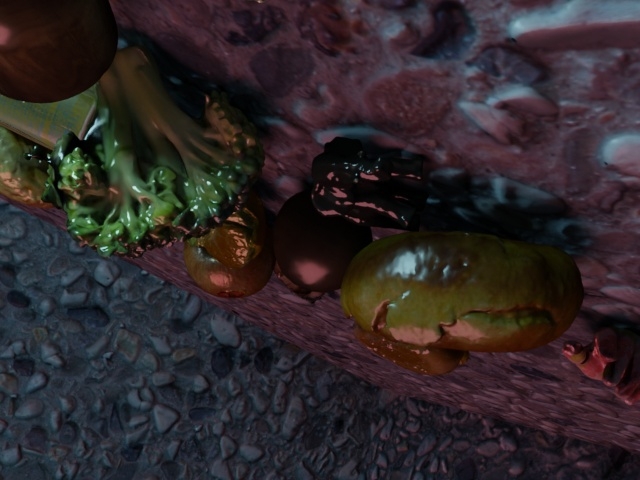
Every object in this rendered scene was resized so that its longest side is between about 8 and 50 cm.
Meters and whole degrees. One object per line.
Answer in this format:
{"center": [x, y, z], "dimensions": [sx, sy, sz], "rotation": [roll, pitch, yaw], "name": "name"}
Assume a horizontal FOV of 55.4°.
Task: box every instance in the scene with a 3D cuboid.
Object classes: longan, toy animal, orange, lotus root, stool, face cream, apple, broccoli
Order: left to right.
{"center": [-0.320, -0.278, 0.614], "dimensions": [0.179, 0.179, 0.264], "rotation": [24, 164, 0], "name": "stool"}
{"center": [-0.529, -0.261, 1.050], "dimensions": [0.285, 0.139, 0.067], "rotation": [26, -163, -9], "name": "face cream"}
{"center": [-0.253, -0.131, 0.878], "dimensions": [0.348, 0.293, 0.281], "rotation": [-2, 114, 34], "name": "broccoli"}
{"center": [-0.208, -0.061, 1.176], "dimensions": [0.237, 0.158, 0.179], "rotation": [27, 151, -14], "name": "orange"}
{"center": [-0.197, 0.027, 1.356], "dimensions": [0.211, 0.211, 0.188], "rotation": [18, 161, 20], "name": "apple"}
{"center": [-0.042, 0.075, 1.543], "dimensions": [0.167, 0.078, 0.329], "rotation": [49, 163, -3], "name": "lotus root"}
{"center": [0.000, 0.000, 1.057], "dimensions": [0.189, 0.189, 0.189], "rotation": [22, 164, 7], "name": "longan"}
{"center": [0.069, -0.066, 0.859], "dimensions": [0.146, 0.114, 0.245], "rotation": [15, 160, 15], "name": "toy animal"}

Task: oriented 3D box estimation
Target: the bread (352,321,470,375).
{"center": [0.204, 0.168, 1.274], "dimensions": [0.246, 0.195, 0.176], "rotation": [8, 151, 46], "name": "bread"}

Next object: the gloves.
{"center": [0.535, 0.213, 1.104], "dimensions": [0.145, 0.126, 0.241], "rotation": [44, 179, 31], "name": "gloves"}

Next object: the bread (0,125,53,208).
{"center": [-0.565, -0.167, 1.187], "dimensions": [0.134, 0.244, 0.244], "rotation": [-26, 139, 23], "name": "bread"}

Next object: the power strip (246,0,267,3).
{"center": [-0.137, -0.307, 0.540], "dimensions": [0.253, 0.027, 0.060], "rotation": [34, 161, -33], "name": "power strip"}

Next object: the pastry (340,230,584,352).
{"center": [0.204, 0.077, 0.906], "dimensions": [0.356, 0.164, 0.356], "rotation": [2, 174, 0], "name": "pastry"}
